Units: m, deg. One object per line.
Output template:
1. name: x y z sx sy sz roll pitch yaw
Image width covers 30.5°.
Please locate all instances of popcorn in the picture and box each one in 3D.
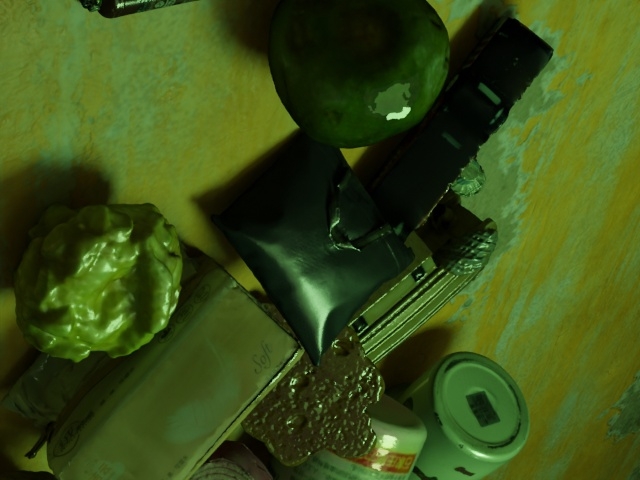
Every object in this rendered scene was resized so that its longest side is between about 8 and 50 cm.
1. popcorn: -0.241 0.034 1.270 0.197 0.156 0.198 -13 135 -13

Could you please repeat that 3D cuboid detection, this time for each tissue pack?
1. tissue pack: -0.208 0.156 1.407 0.305 0.238 0.238 -48 150 -3

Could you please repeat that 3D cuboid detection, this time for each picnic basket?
1. picnic basket: 0.209 -0.104 1.736 0.065 0.083 0.083 -48 -172 -10

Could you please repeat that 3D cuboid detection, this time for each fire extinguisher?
1. fire extinguisher: -0.167 -0.242 1.127 0.158 0.043 0.064 -20 -177 -35

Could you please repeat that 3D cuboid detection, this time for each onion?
1. onion: -0.163 0.405 1.779 0.200 0.200 0.207 21 74 -58

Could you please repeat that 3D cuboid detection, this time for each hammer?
1. hammer: -0.341 0.237 1.518 0.123 0.014 0.029 -50 139 13

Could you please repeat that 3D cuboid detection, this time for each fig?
1. fig: 0.040 -0.188 1.326 0.206 0.206 0.275 -40 171 -9

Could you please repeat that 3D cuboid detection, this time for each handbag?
1. handbag: 0.000 0.000 1.492 0.211 0.088 0.254 -45 118 -22

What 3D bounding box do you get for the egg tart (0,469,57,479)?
1. egg tart: -0.394 0.373 1.469 0.294 0.123 0.294 -19 148 -12

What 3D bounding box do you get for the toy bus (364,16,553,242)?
1. toy bus: 0.155 -0.120 1.597 0.409 0.093 0.092 -51 -170 11

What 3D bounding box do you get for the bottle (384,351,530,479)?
1. bottle: 0.192 0.356 2.106 0.229 0.229 0.352 -18 160 -39

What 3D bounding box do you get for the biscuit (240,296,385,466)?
1. biscuit: -0.026 0.201 1.665 0.208 0.041 0.290 -42 106 2

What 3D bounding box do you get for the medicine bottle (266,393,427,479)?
1. medicine bottle: 0.001 0.428 1.888 0.219 0.219 0.388 11 106 -55

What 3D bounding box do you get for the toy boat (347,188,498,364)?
1. toy boat: 0.076 0.098 1.747 0.445 0.136 0.162 -42 138 -5
